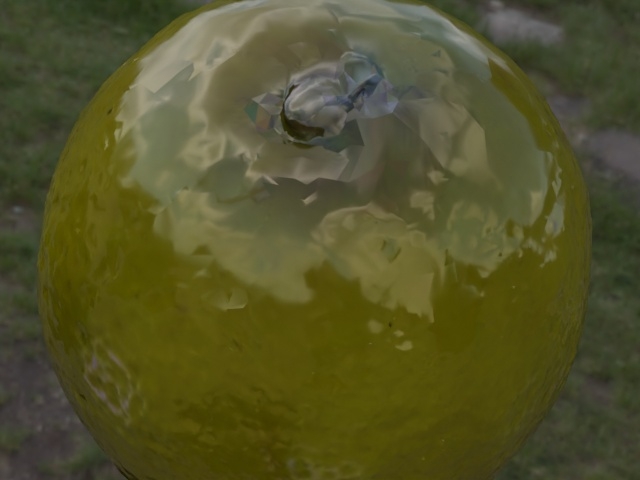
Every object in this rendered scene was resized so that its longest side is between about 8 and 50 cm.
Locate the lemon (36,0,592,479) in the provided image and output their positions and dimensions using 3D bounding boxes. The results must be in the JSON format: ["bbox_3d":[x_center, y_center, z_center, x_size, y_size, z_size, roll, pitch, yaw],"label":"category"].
[{"bbox_3d":[0.000,0.000,0.575,0.240,0.219,0.240,3,59,-5],"label":"lemon"}]
